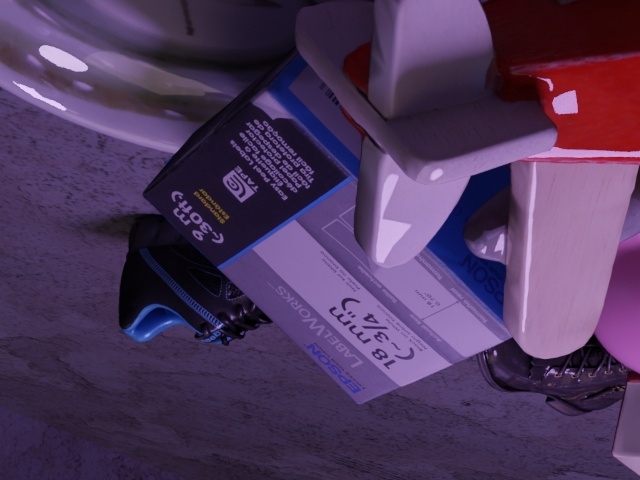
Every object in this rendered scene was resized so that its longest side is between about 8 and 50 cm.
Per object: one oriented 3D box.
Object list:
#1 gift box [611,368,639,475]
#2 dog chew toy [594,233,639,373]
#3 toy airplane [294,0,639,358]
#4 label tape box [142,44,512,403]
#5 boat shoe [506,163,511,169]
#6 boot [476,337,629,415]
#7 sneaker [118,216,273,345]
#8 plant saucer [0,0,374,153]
[{"bbox_3d":[0.456,0.160,1.638,0.258,0.255,0.276,0,161,38],"label":"gift box"},{"bbox_3d":[0.272,0.009,1.207,0.206,0.332,0.206,-16,180,0],"label":"dog chew toy"},{"bbox_3d":[0.172,-0.124,0.941,0.386,0.272,0.384,-37,127,23],"label":"toy airplane"},{"bbox_3d":[0.000,0.000,1.249,0.240,0.106,0.333,44,149,-8],"label":"label tape box"},{"bbox_3d":[0.120,-0.036,1.432,0.302,0.109,0.098,-4,-159,-28],"label":"boat shoe"},{"bbox_3d":[0.332,0.133,1.925,0.229,0.091,0.263,-14,152,42],"label":"boot"},{"bbox_3d":[-0.074,0.058,1.872,0.340,0.140,0.125,0,154,29],"label":"sneaker"},{"bbox_3d":[-0.110,-0.181,1.283,0.400,0.101,0.400,12,160,4],"label":"plant saucer"}]
